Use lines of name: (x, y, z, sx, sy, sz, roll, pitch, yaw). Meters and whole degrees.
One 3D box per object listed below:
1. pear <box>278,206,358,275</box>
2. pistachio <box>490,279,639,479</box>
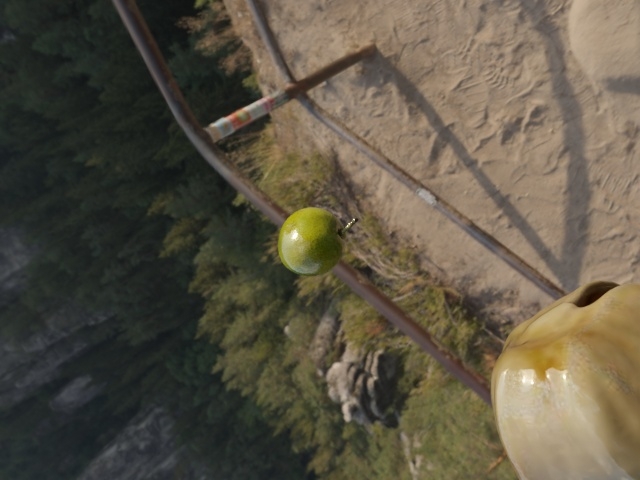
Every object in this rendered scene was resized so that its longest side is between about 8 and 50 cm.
pear: (0.000, 0.000, 1.326, 0.216, 0.180, 0.166, -16, 126, 19)
pistachio: (0.448, 0.242, 0.778, 0.444, 0.366, 0.281, 12, 171, -18)
